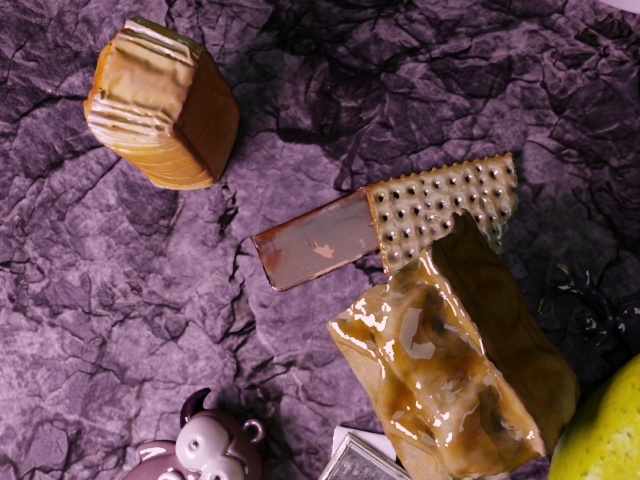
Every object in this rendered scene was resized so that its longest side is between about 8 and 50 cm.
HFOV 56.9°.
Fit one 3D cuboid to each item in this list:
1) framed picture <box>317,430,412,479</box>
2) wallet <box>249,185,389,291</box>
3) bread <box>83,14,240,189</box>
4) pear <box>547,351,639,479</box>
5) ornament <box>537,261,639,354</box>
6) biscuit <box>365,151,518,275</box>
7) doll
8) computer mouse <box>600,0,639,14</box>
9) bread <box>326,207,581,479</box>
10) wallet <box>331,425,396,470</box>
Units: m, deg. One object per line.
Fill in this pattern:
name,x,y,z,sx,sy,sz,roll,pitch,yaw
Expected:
framed picture,0.074,0.350,0.735,0.183,0.011,0.141,32,90,12
wallet,0.000,0.000,0.814,0.176,0.026,0.095,-25,76,0
bread,-0.190,-0.155,0.753,0.120,0.288,0.152,18,84,4
pear,0.416,0.224,0.569,0.343,0.238,0.317,4,99,12
ornament,0.386,0.040,0.707,0.236,0.080,0.202,0,83,11
biscuit,0.170,-0.032,0.786,0.204,0.016,0.143,-10,79,3
doll,-0.174,0.314,0.742,0.257,0.117,0.182,-42,70,3
computer mouse,0.404,-0.402,0.770,0.297,0.121,0.184,39,100,30
bread,0.148,0.129,0.670,0.239,0.196,0.252,-38,84,5
wallet,0.057,0.268,0.761,0.084,0.011,0.044,7,81,11
